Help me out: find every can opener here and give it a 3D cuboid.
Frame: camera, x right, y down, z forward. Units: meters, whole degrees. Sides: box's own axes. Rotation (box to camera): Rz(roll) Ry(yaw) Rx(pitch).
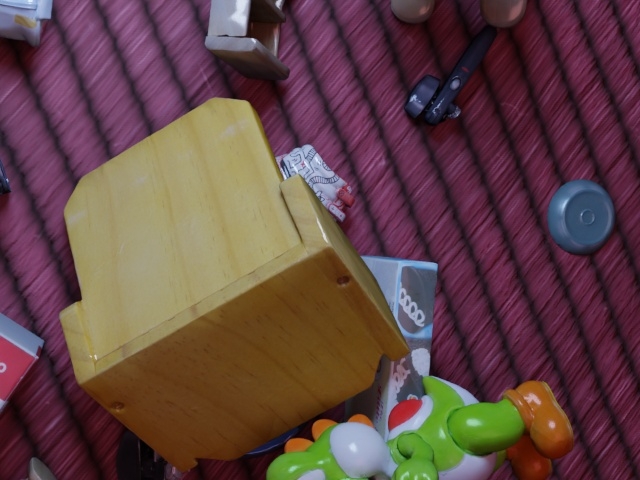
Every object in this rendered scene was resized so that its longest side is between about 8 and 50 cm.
[{"bbox_3d":[-0.226,0.397,1.338,0.093,0.074,0.281,-1,90,19],"label":"can opener"},{"bbox_3d":[0.203,-0.244,1.433,0.073,0.059,0.186,41,82,-12],"label":"can opener"}]

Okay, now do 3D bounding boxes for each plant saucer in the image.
[{"bbox_3d":[0.411,-0.036,1.513,0.119,0.021,0.119,0,91,-15],"label":"plant saucer"}]

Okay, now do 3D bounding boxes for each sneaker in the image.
[{"bbox_3d":[0.000,-0.001,1.369,0.145,0.090,0.270,-30,96,-10],"label":"sneaker"}]

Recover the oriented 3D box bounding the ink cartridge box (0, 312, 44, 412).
[{"bbox_3d":[-0.467,0.217,1.194,0.114,0.197,0.273,35,82,-11],"label":"ink cartridge box"}]

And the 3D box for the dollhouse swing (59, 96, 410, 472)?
[{"bbox_3d":[-0.129,0.050,1.280,0.346,0.305,0.315,-30,129,9],"label":"dollhouse swing"}]

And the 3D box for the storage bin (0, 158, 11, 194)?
[{"bbox_3d":[-0.461,-0.135,1.226,0.084,0.122,0.180,-18,96,-14],"label":"storage bin"}]

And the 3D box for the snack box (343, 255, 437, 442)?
[{"bbox_3d":[0.091,0.185,1.347,0.060,0.187,0.322,5,90,-15],"label":"snack box"}]

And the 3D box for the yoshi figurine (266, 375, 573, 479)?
[{"bbox_3d":[0.121,0.296,1.165,0.362,0.203,0.204,-12,101,-12],"label":"yoshi figurine"}]

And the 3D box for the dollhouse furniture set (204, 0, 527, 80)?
[{"bbox_3d":[0.074,-0.343,1.256,0.394,0.362,0.257,6,89,13],"label":"dollhouse furniture set"}]

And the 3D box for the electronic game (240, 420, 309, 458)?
[{"bbox_3d":[-0.107,0.192,1.366,0.229,0.048,0.229,0,91,-15],"label":"electronic game"}]

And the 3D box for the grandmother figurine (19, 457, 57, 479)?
[{"bbox_3d":[-0.457,0.456,1.259,0.342,0.104,0.208,-42,73,-8],"label":"grandmother figurine"}]

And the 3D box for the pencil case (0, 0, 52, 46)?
[{"bbox_3d":[-0.473,-0.324,1.219,0.273,0.124,0.114,10,88,-16],"label":"pencil case"}]
